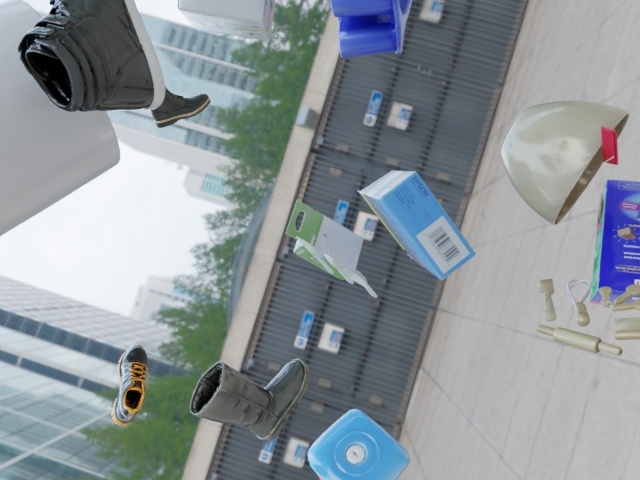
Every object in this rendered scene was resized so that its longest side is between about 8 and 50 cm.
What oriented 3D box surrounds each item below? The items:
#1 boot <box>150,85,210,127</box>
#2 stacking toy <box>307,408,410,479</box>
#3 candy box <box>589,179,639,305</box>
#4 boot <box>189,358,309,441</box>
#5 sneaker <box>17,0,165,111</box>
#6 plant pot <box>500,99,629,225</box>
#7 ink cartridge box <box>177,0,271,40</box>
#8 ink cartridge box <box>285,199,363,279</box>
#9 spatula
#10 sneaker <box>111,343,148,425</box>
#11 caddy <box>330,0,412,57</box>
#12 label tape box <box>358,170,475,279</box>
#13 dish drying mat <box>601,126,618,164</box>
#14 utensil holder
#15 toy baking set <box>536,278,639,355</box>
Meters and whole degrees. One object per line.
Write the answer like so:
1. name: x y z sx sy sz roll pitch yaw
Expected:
1. boot: -0.467 -0.464 1.875 0.198 0.077 0.137 -31 -45 -14
2. stacking toy: 0.088 0.528 1.267 0.166 0.175 0.301 -38 -37 -23
3. candy box: 0.848 0.018 1.466 0.122 0.268 0.317 56 -135 -61
4. boot: -0.129 0.275 1.095 0.208 0.076 0.189 43 -117 -35
5. sneaker: -0.324 -0.297 0.737 0.105 0.295 0.147 -20 7 44
6. plant pot: 0.527 -0.203 1.308 0.284 0.191 0.284 -42 -25 -26
7. ink cartridge box: -0.209 -0.605 1.364 0.270 0.198 0.197 -101 19 -79
8. ink cartridge box: 0.000 0.000 1.449 0.062 0.209 0.109 -33 33 52
9. spatula: 0.046 0.069 1.233 0.019 0.168 0.242 -59 -22 -9
10. sneaker: -0.493 0.377 1.533 0.083 0.084 0.214 -37 46 45
11. caddy: 0.110 -0.547 1.216 0.241 0.179 0.341 71 -167 -61
12. label tape box: 0.232 -0.055 1.486 0.115 0.249 0.347 -38 9 2
13. dish drying mat: 0.565 -0.184 1.129 0.008 0.032 0.083 -38 -51 -13
14. utensil holder: -0.561 -0.150 0.892 0.385 0.327 0.327 -37 -22 -25
15. toy baking set: 0.528 0.143 1.140 0.197 0.256 0.030 -38 -60 -32
